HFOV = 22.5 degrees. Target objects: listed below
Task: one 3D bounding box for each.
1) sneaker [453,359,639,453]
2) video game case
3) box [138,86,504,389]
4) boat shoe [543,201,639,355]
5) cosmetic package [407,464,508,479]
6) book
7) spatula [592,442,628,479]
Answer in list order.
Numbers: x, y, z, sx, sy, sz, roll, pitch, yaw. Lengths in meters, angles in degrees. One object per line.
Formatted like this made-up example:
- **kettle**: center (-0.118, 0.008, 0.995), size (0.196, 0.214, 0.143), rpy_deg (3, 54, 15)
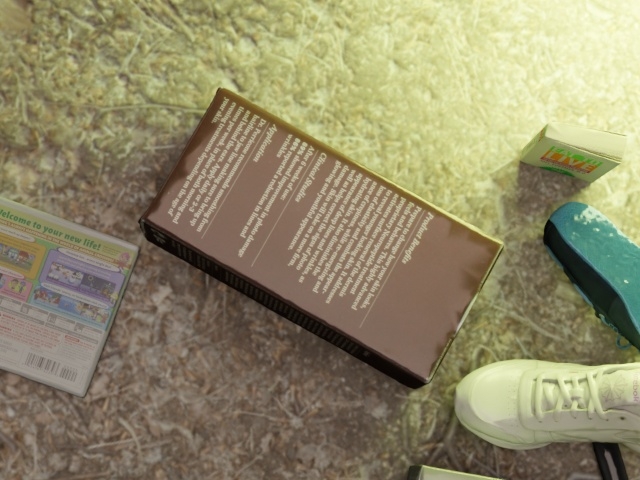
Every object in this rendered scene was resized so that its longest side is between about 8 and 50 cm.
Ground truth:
- **sneaker**: center (0.309, 0.177, 1.867), size (0.305, 0.152, 0.114), rpy_deg (3, 65, -1)
- **video game case**: center (-0.346, 0.062, 1.909), size (0.212, 0.023, 0.193), rpy_deg (19, 81, 0)
- **box**: center (0.000, 0.000, 1.888), size (0.381, 0.143, 0.191), rpy_deg (30, 80, 2)
- **boat shoe**: center (0.373, 0.060, 1.934), size (0.109, 0.089, 0.258), rpy_deg (-32, 80, -21)
- **cosmetic package**: center (0.215, 0.326, 1.859), size (0.238, 0.127, 0.107), rpy_deg (13, 81, -4)
- **book**: center (0.300, -0.107, 1.921), size (0.096, 0.144, 0.035), rpy_deg (15, 81, -1)
- **spatula**: center (0.375, 0.359, 1.901), size (0.084, 0.030, 0.296), rpy_deg (-14, 73, -9)
